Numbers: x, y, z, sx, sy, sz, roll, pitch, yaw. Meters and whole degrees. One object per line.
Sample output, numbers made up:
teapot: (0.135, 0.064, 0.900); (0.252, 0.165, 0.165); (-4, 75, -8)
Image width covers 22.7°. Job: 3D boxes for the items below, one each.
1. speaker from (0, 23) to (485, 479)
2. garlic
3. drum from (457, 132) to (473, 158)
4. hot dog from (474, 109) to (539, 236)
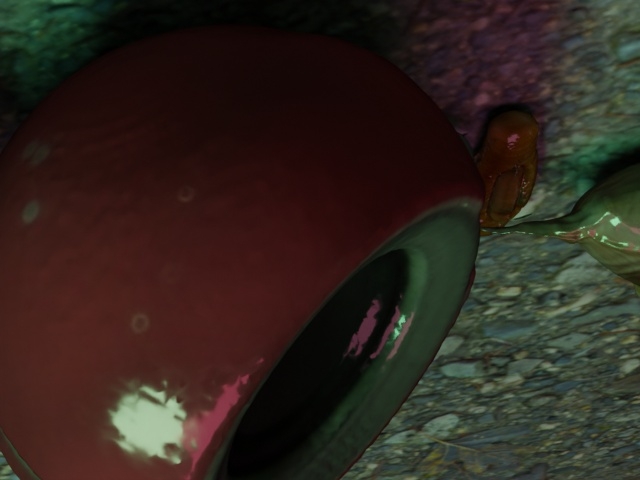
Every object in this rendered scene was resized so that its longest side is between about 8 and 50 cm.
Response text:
speaker: (-0.049, 0.022, 0.839); (0.294, 0.294, 0.294); (-7, 152, -4)
garlic: (0.218, -0.002, 1.060); (0.128, 0.090, 0.198); (-20, 159, 40)
drum: (0.012, 0.007, 1.059); (0.253, 0.049, 0.130); (-23, 149, 26)
hot dog: (0.118, -0.040, 1.026); (0.044, 0.028, 0.137); (-10, 152, -12)
